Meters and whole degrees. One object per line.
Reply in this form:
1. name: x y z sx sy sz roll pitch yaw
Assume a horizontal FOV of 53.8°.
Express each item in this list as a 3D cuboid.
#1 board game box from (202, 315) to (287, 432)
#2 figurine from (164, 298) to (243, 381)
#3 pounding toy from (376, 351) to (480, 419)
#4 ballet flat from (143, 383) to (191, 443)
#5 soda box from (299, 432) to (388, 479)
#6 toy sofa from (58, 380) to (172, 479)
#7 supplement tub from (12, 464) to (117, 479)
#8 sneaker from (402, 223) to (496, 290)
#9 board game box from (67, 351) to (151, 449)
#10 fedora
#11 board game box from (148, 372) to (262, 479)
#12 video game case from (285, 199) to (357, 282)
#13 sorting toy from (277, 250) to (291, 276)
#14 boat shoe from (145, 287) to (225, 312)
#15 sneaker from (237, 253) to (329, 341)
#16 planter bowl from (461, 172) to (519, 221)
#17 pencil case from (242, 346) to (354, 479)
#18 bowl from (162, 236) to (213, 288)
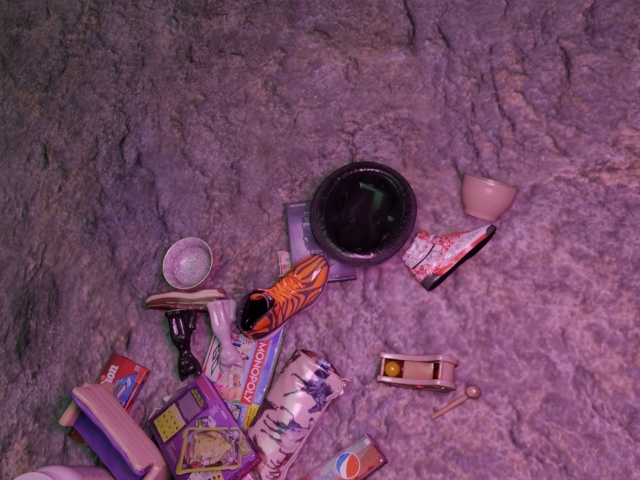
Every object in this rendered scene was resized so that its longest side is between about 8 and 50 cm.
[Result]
1. board game box: -0.243 0.389 1.862 0.214 0.046 0.317 10 73 19
2. figurine: -0.336 0.293 1.852 0.215 0.092 0.209 -13 82 10
3. pounding toy: 0.282 0.384 1.660 0.270 0.154 0.154 3 71 17
4. ballet flat: -0.454 0.499 1.865 0.068 0.072 0.213 32 81 28
5. soda box: 0.046 0.625 1.672 0.263 0.083 0.092 -36 64 1
6. toy sofa: -0.583 0.568 1.768 0.362 0.177 0.150 37 97 25
7. supplement tub: -0.683 0.730 1.699 0.235 0.325 0.235 -5 69 14
8. sneaker: 0.363 0.008 1.815 0.270 0.090 0.145 -41 67 1
9. board game box: -0.650 0.500 1.942 0.145 0.027 0.281 21 77 23
10. fedora: 0.123 -0.061 1.858 0.334 0.152 0.334 0 68 0
11. board game box: -0.320 0.536 1.696 0.208 0.056 0.347 -43 42 -5
12. video game case: 0.000 0.000 1.938 0.196 0.026 0.274 -7 67 2
13. sorting toy: -0.092 0.075 1.944 0.075 0.045 0.083 -7 68 5
14. boat shoe: -0.422 0.205 1.956 0.257 0.095 0.095 -7 74 12
15. sneaker: -0.105 0.156 1.782 0.124 0.180 0.321 40 86 20
16. planter bowl: 0.473 -0.119 1.810 0.162 0.162 0.109 21 104 21
17. pencil case: -0.089 0.500 1.715 0.183 0.160 0.410 24 77 36
18. bowl: -0.406 0.083 2.003 0.170 0.080 0.170 -5 68 14
